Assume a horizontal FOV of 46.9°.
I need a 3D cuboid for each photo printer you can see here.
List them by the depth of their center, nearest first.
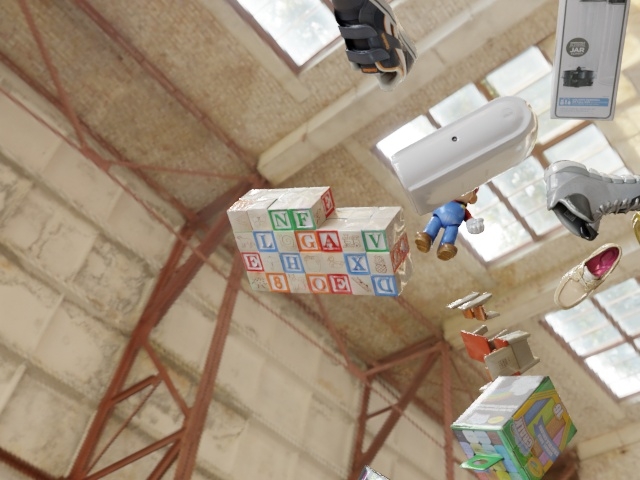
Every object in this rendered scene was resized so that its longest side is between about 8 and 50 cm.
[{"bbox_3d":[0.310,-0.179,1.547,0.107,0.308,0.256,64,-174,15],"label":"photo printer"}]

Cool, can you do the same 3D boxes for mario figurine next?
[{"bbox_3d":[0.394,-0.113,2.227,0.198,0.170,0.320,37,-118,-25],"label":"mario figurine"}]

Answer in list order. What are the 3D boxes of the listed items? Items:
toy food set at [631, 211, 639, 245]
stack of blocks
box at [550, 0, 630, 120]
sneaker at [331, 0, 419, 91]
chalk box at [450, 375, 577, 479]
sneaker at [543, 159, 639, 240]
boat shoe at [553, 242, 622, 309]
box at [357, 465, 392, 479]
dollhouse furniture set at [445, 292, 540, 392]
[{"bbox_3d":[0.683,-0.010,1.461,0.128,0.071,0.218,68,-168,15],"label":"toy food set"},{"bbox_3d":[0.000,0.000,1.297,0.087,0.297,0.171,-48,-49,-50],"label":"stack of blocks"},{"bbox_3d":[0.378,-0.332,1.030,0.169,0.087,0.289,-63,-27,-54],"label":"box"},{"bbox_3d":[0.117,-0.469,1.715,0.321,0.126,0.127,36,-103,-44],"label":"sneaker"},{"bbox_3d":[0.343,0.361,1.353,0.213,0.132,0.132,-36,-79,-33],"label":"chalk box"},{"bbox_3d":[0.487,-0.048,1.247,0.229,0.086,0.132,12,-122,5],"label":"sneaker"},{"bbox_3d":[0.530,0.068,1.463,0.063,0.170,0.059,43,-178,15],"label":"boat shoe"},{"bbox_3d":[0.097,0.381,1.090,0.062,0.083,0.052,42,-105,-45],"label":"box"},{"bbox_3d":[0.430,0.283,1.895,0.261,0.135,0.259,68,166,-4],"label":"dollhouse furniture set"}]
